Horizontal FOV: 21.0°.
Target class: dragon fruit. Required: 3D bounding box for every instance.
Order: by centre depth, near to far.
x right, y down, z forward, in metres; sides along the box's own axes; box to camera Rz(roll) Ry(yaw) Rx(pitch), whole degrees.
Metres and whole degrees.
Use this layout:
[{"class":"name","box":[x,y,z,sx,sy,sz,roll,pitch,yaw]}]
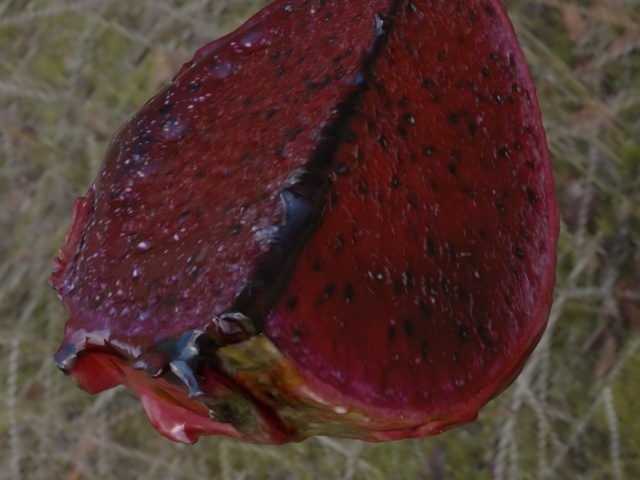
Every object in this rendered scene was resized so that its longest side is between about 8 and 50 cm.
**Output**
[{"class":"dragon fruit","box":[0.000,0.000,0.679,0.163,0.189,0.261,-56,5,46]}]
